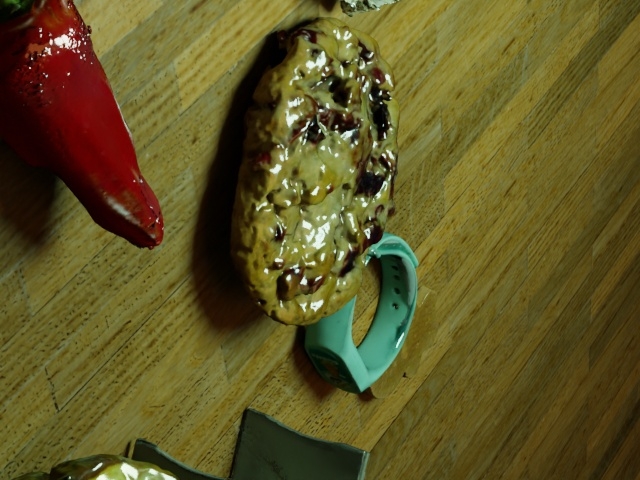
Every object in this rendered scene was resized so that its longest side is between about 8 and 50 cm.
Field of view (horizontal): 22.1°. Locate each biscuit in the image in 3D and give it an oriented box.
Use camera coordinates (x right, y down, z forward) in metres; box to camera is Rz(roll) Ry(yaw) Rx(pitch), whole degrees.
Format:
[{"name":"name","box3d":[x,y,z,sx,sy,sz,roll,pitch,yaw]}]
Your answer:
[{"name":"biscuit","box3d":[0.105,0.141,2.188,0.184,0.027,0.133,-54,149,-28]},{"name":"biscuit","box3d":[0.008,-0.072,1.768,0.289,0.081,0.334,-10,107,-59]}]

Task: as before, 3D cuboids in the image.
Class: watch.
[{"name":"watch","box3d":[0.054,0.080,2.008,0.195,0.068,0.237,-63,153,-19]}]

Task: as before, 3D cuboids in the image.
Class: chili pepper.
[{"name":"chili pepper","box3d":[-0.215,-0.113,1.332,0.110,0.110,0.387,-58,148,-25]}]

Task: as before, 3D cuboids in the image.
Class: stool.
[{"name":"stool","box3d":[-0.099,0.346,1.778,0.243,0.170,0.270,-5,110,-62]}]

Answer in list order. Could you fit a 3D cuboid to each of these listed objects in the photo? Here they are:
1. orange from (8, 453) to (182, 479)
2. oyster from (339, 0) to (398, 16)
[{"name":"orange","box3d":[-0.254,0.345,1.422,0.368,0.210,0.271,-27,98,-57]},{"name":"oyster","box3d":[0.036,-0.290,1.752,0.177,0.056,0.105,-43,128,-48]}]
